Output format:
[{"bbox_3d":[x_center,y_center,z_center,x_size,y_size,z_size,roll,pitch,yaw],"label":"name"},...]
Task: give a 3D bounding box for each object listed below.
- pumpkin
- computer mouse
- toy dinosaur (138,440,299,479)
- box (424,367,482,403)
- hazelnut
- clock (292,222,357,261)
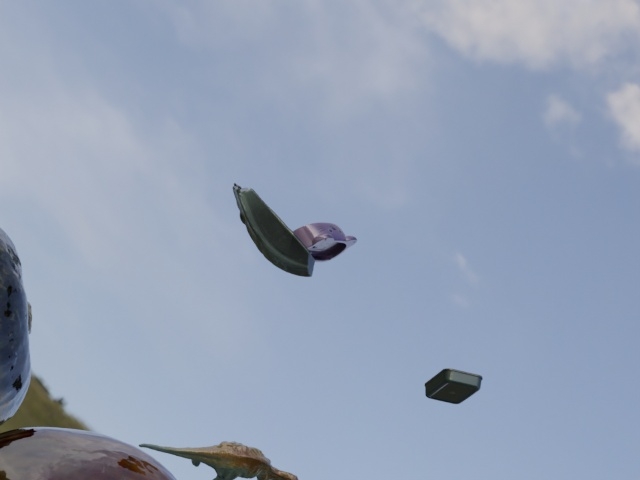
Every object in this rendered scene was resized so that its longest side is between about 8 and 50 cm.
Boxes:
[{"bbox_3d":[-0.693,0.156,1.804,0.454,0.344,0.454,177,-90,-68],"label":"pumpkin"},{"bbox_3d":[-0.097,-0.014,1.878,0.231,0.071,0.126,47,-1,5],"label":"computer mouse"},{"bbox_3d":[-0.236,0.500,2.271,0.393,0.092,0.205,35,-42,-28],"label":"toy dinosaur"},{"bbox_3d":[0.276,0.306,2.102,0.091,0.031,0.126,15,-29,-13],"label":"box"},{"bbox_3d":[-0.380,0.459,1.528,0.402,0.402,0.429,60,-24,-17],"label":"hazelnut"},{"bbox_3d":[0.000,0.000,2.135,0.110,0.153,0.050,-32,-110,30],"label":"clock"}]
